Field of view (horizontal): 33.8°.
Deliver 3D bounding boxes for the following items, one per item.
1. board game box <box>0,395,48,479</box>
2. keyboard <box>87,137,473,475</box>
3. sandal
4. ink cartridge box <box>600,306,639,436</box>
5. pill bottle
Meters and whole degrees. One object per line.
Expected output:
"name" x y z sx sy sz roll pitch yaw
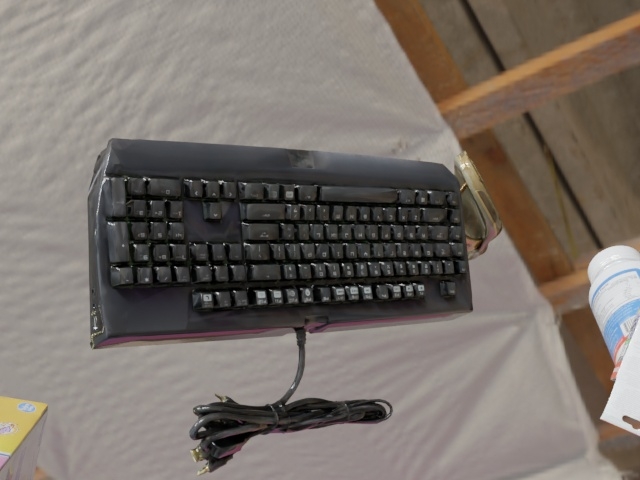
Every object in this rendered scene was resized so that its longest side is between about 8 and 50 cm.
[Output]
"board game box" -0.331 0.293 0.974 0.064 0.316 0.242 12 -89 -6
"keyboard" -0.008 0.040 0.689 0.317 0.201 0.033 -1 -2 -42
"sandal" 0.129 -0.020 0.983 0.049 0.072 0.180 -25 -18 -9
"ink cartridge box" 0.289 0.114 0.909 0.063 0.115 0.029 24 -8 8
"pill bottle" 0.484 0.109 1.611 0.124 0.221 0.124 -2 -54 -2
